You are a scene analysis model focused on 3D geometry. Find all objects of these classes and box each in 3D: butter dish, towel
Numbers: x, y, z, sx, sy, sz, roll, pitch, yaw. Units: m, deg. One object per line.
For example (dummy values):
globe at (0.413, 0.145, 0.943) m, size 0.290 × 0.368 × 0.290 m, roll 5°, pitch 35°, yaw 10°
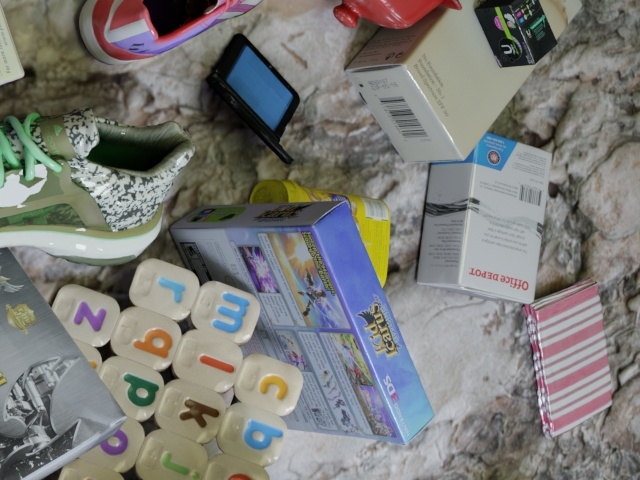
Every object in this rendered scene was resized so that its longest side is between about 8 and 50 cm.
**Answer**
butter dish at (0.062, -0.304, 1.838) m, size 0.118 × 0.160 × 0.160 m, roll -50°, pitch 121°, yaw -2°
towel at (0.346, 0.162, 2.150) m, size 0.144 × 0.029 × 0.197 m, roll -19°, pitch 105°, yaw -39°

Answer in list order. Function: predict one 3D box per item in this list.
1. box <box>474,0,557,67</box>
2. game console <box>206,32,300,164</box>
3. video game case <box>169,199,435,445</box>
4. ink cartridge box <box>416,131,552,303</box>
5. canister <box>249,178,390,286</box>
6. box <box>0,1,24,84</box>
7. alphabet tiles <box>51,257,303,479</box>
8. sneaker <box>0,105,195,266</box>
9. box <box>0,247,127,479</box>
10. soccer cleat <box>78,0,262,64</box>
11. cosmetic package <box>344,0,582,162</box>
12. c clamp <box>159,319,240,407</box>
box at (0.238, -0.260, 1.880) m, size 0.052 × 0.062 × 0.083 m, roll -42°, pitch 116°, yaw -31°
game console at (-0.064, -0.162, 1.764) m, size 0.071 × 0.107 × 0.122 m, roll -45°, pitch 121°, yaw 1°
video game case at (-0.022, 0.087, 1.685) m, size 0.061 × 0.244 × 0.270 m, roll -37°, pitch 114°, yaw -35°
ink cartridge box at (0.211, -0.029, 1.990) m, size 0.148 × 0.086 × 0.203 m, roll 14°, pitch 82°, yaw -41°
canister at (0.000, 0.000, 1.818) m, size 0.170 × 0.073 × 0.126 m, roll 8°, pitch 84°, yaw -42°
box at (-0.426, -0.153, 1.354) m, size 0.243 × 0.213 × 0.117 m, roll -27°, pitch 107°, yaw -38°
alphabet tiles at (-0.170, 0.168, 1.616) m, size 0.278 × 0.021 × 0.284 m, roll 20°, pitch 72°, yaw -4°
sneaker at (-0.291, -0.079, 1.469) m, size 0.410 × 0.182 × 0.158 m, roll -3°, pitch 59°, yaw -45°
box at (-0.325, 0.129, 1.476) m, size 0.183 × 0.056 × 0.231 m, roll -28°, pitch 77°, yaw -36°
soccer cleat at (-0.114, -0.282, 1.686) m, size 0.318 × 0.116 × 0.109 m, roll -35°, pitch 112°, yaw -35°
cosmetic package at (0.185, -0.256, 1.950) m, size 0.309 × 0.113 × 0.160 m, roll -52°, pitch 121°, yaw -27°
c clamp at (-0.130, 0.135, 1.706) m, size 0.161 × 0.022 × 0.137 m, roll 49°, pitch 42°, yaw -26°
